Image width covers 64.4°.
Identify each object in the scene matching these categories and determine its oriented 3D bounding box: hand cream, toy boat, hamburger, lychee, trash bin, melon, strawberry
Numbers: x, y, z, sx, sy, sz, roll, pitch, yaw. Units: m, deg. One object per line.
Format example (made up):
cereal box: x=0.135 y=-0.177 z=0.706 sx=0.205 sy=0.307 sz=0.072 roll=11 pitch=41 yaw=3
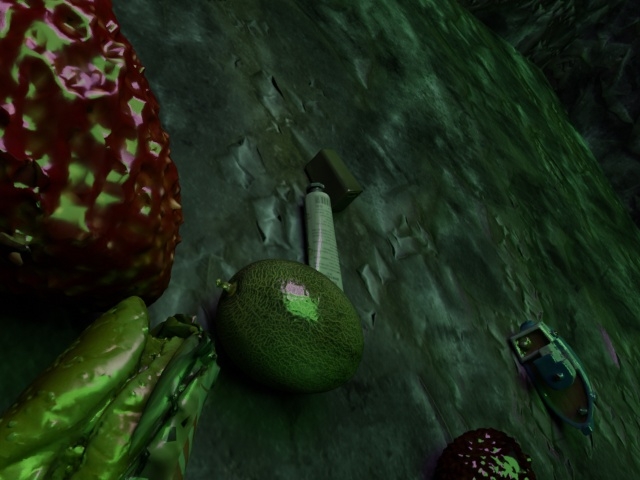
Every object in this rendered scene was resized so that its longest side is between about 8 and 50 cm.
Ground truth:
hand cream: x=0.000 y=0.000 z=0.762 sx=0.067 sy=0.042 sz=0.194 roll=24 pitch=49 yaw=-40
toy boat: x=0.423 y=0.246 z=0.922 sx=0.102 sy=0.088 sz=0.215 roll=4 pitch=53 yaw=-54
hamburger: x=-0.148 y=0.126 z=0.356 sx=0.125 sy=0.235 sz=0.214 roll=28 pitch=46 yaw=-11
lychee: x=0.210 y=0.300 z=0.651 sx=0.129 sy=0.123 sz=0.123 roll=2 pitch=48 yaw=1
trash bin: x=0.020 y=-0.101 z=0.846 sx=0.043 sy=0.061 sz=0.092 roll=-8 pitch=63 yaw=-47
melon: x=-0.037 y=0.092 z=0.562 sx=0.192 sy=0.139 sz=0.139 roll=35 pitch=40 yaw=-22
strawberry: x=-0.247 y=-0.095 z=0.391 sx=0.343 sy=0.292 sz=0.292 roll=49 pitch=37 yaw=9
